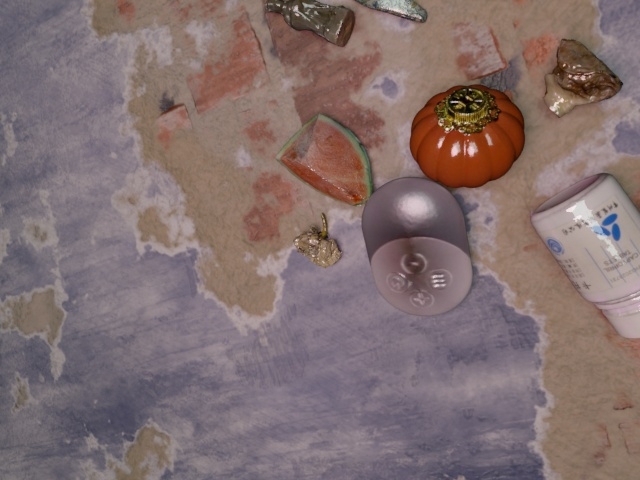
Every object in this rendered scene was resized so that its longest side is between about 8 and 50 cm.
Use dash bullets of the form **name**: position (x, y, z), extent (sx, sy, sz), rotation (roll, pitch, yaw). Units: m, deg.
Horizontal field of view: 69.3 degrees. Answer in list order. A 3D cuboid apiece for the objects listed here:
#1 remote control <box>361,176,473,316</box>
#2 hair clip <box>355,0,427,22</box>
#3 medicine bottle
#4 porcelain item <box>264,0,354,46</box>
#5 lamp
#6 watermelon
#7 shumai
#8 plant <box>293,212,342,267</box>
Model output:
- **remote control**: position (0.210, 0.021, 1.014), extent (0.221, 0.103, 0.332), rotation (-8, 110, 21)
- **hair clip**: position (0.129, -0.533, 1.007), extent (0.229, 0.036, 0.066), rotation (32, 113, 10)
- **medicine bottle**: position (0.558, 0.029, 0.895), extent (0.170, 0.170, 0.293), rotation (-35, 88, 19)
- **porcelain item**: position (-0.032, -0.515, 1.050), extent (0.216, 0.069, 0.081), rotation (28, 110, 16)
- **lamp**: position (0.290, -0.207, 0.926), extent (0.223, 0.196, 0.223), rotation (-7, 59, 12)
- **watermelon**: position (0.031, -0.188, 1.070), extent (0.231, 0.128, 0.146), rotation (33, 79, -6)
- **shumai**: position (0.487, -0.300, 0.891), extent (0.145, 0.145, 0.116), rotation (47, 119, 5)
- **plant**: position (0.000, 0.000, 1.125), extent (0.116, 0.104, 0.122), rotation (32, 73, -26)
